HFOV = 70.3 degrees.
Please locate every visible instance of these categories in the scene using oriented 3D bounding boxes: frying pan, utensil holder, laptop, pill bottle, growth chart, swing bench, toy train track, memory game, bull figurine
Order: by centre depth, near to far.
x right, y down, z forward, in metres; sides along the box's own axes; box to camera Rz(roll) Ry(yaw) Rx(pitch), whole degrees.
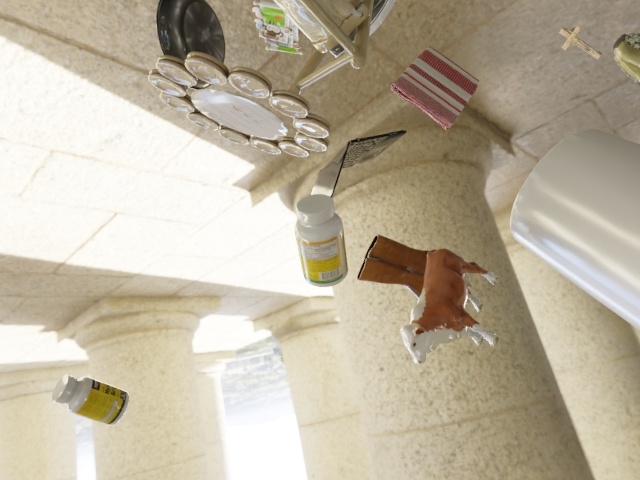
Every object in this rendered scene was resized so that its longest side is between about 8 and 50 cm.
[{"bbox_3d":[-0.076,-0.127,0.450,0.186,0.012,0.186,16,172,2],"label":"memory game"},{"bbox_3d":[-0.039,-0.370,0.591,0.253,0.254,0.165,37,152,-31],"label":"swing bench"},{"bbox_3d":[0.466,-0.354,0.811,0.014,0.083,0.048,-39,165,-26],"label":"toy train track"},{"bbox_3d":[-0.411,0.283,0.813,0.065,0.065,0.116,-25,133,31],"label":"pill bottle"},{"bbox_3d":[-0.261,-0.472,0.905,0.053,0.326,0.197,3,-159,23],"label":"frying pan"},{"bbox_3d":[0.643,-0.018,0.923,0.328,0.385,0.327,-20,133,-23],"label":"utensil holder"},{"bbox_3d":[0.286,0.144,1.003,0.188,0.310,0.101,26,139,-3],"label":"bull figurine"},{"bbox_3d":[0.000,0.000,1.085,0.118,0.117,0.208,-12,126,-3],"label":"pill bottle"},{"bbox_3d":[0.085,-0.172,1.222,0.264,0.136,0.234,-15,175,-22],"label":"laptop"},{"bbox_3d":[-0.154,-0.773,1.656,0.172,0.021,0.237,6,160,6],"label":"growth chart"}]

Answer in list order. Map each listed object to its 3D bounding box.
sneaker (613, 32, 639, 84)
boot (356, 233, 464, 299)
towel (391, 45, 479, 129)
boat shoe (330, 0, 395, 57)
[{"bbox_3d":[0.634,-0.287,0.602,0.410,0.158,0.182,14,140,26],"label":"sneaker"},{"bbox_3d":[0.240,0.134,1.292,0.280,0.096,0.264,12,113,-14],"label":"boot"},{"bbox_3d":[0.402,-0.531,1.559,0.329,0.237,0.037,-52,178,-36],"label":"towel"},{"bbox_3d":[0.135,-0.776,1.594,0.105,0.113,0.306,28,137,-29],"label":"boat shoe"}]
